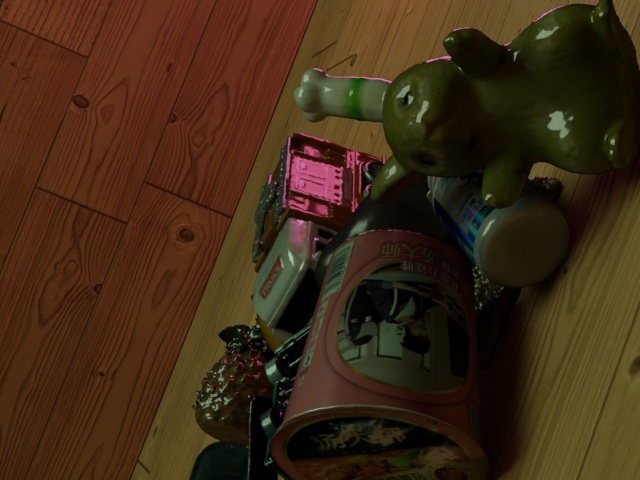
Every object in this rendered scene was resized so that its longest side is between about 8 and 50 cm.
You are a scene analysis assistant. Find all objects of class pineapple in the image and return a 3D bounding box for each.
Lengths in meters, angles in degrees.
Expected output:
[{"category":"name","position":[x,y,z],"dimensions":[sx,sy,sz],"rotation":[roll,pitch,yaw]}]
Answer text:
[{"category":"pineapple","position":[-0.119,0.199,2.488],"dimensions":[0.170,0.141,0.310],"rotation":[-2,55,36]}]

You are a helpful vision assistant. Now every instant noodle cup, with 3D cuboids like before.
[{"category":"instant noodle cup","position":[0.077,0.132,1.541],"dimensions":[0.244,0.244,0.255],"rotation":[128,158,-51]}]

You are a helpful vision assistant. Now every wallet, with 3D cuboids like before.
[{"category":"wallet","position":[-0.078,0.341,1.968],"dimensions":[0.323,0.041,0.247],"rotation":[58,-146,-79]}]

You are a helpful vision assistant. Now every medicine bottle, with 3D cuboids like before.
[{"category":"medicine bottle","position":[0.188,-0.034,1.580],"dimensions":[0.107,0.107,0.191],"rotation":[-64,28,18]}]

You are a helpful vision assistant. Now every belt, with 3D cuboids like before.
[{"category":"belt","position":[-0.144,0.423,2.073],"dimensions":[0.206,0.116,0.268],"rotation":[12,-98,-78]}]

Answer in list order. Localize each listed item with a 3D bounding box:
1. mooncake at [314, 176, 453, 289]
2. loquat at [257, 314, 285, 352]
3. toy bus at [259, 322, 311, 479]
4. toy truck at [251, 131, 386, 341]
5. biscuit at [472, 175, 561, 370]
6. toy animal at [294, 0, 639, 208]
[{"category":"mooncake","position":[0.096,0.003,1.847],"dimensions":[0.245,0.133,0.245],"rotation":[-50,1,1]},{"category":"loquat","position":[-0.035,0.120,2.288],"dimensions":[0.141,0.141,0.141],"rotation":[-158,90,-78]},{"category":"toy bus","position":[0.013,0.220,1.873],"dimensions":[0.128,0.147,0.256],"rotation":[-37,23,21]},{"category":"toy truck","position":[0.000,0.000,2.185],"dimensions":[0.387,0.207,0.173],"rotation":[-88,23,-57]},{"category":"biscuit","position":[0.207,0.032,1.672],"dimensions":[0.131,0.026,0.237],"rotation":[-153,85,-76]},{"category":"toy animal","position":[0.152,-0.125,1.464],"dimensions":[0.180,0.363,0.181],"rotation":[-49,-55,-78]}]
